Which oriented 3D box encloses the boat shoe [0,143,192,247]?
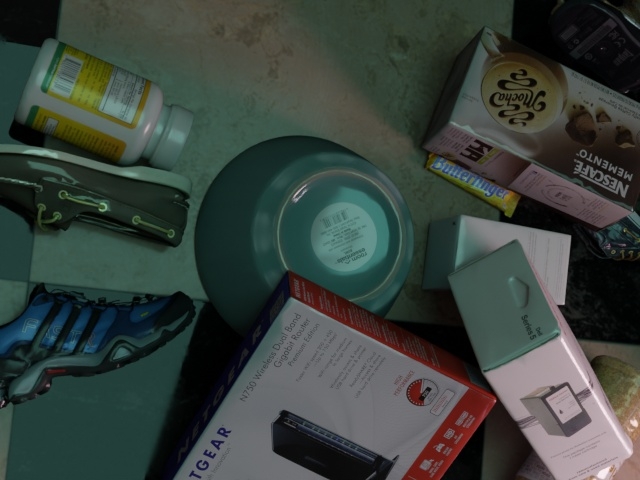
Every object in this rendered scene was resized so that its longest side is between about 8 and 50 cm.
[{"bbox_3d":[-0.313,-0.056,1.426,0.305,0.109,0.091,9,77,-22],"label":"boat shoe"}]

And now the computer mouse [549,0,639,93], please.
[{"bbox_3d":[0.431,-0.252,1.677,0.262,0.184,0.060,31,44,-11],"label":"computer mouse"}]

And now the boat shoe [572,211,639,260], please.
[{"bbox_3d":[0.466,0.010,1.710,0.183,0.065,0.083,43,75,-3],"label":"boat shoe"}]

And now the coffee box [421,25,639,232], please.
[{"bbox_3d":[0.320,-0.156,1.618,0.297,0.119,0.168,26,71,-7],"label":"coffee box"}]

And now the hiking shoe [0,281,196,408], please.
[{"bbox_3d":[-0.306,0.107,1.410,0.304,0.113,0.132,-20,92,-19],"label":"hiking shoe"}]

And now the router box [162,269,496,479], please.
[{"bbox_3d":[0.004,0.250,1.437,0.301,0.082,0.335,27,109,-14],"label":"router box"}]

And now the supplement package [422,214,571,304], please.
[{"bbox_3d":[0.251,0.032,1.609,0.179,0.105,0.105,10,83,-18],"label":"supplement package"}]

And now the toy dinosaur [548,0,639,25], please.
[{"bbox_3d":[0.515,-0.379,1.734,0.295,0.127,0.200,-33,78,-28],"label":"toy dinosaur"}]

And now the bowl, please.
[{"bbox_3d":[0.000,0.000,1.499,0.311,0.163,0.311,2,84,-18],"label":"bowl"}]

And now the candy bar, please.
[{"bbox_3d":[0.222,-0.087,1.657,0.161,0.018,0.040,28,77,-15],"label":"candy bar"}]

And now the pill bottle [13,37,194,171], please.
[{"bbox_3d":[-0.274,-0.167,1.444,0.208,0.117,0.117,22,79,-15],"label":"pill bottle"}]

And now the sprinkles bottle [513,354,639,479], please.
[{"bbox_3d":[0.351,0.334,1.608,0.121,0.121,0.355,41,74,-11],"label":"sprinkles bottle"}]

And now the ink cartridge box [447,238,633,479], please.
[{"bbox_3d":[0.291,0.165,1.501,0.115,0.198,0.273,-29,126,11],"label":"ink cartridge box"}]
